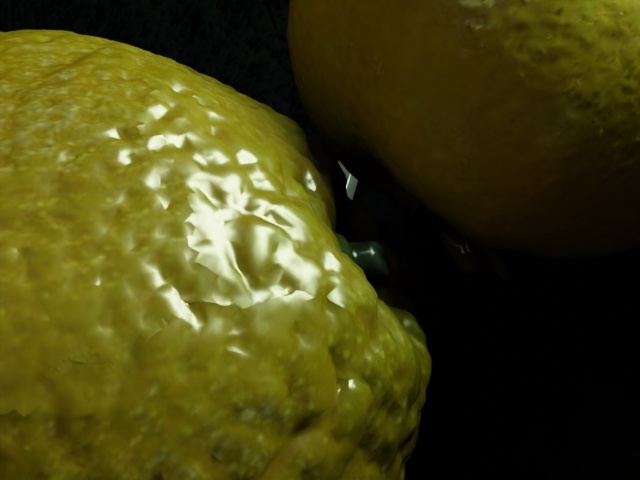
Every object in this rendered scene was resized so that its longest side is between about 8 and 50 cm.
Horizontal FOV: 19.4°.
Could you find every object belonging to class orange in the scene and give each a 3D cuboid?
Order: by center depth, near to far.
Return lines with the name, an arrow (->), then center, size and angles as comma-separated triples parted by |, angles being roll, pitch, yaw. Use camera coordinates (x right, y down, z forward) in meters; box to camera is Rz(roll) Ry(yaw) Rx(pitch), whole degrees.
orange -> -0.134, 0.078, 0.745 | 0.357, 0.322, 0.322 | -22, 43, 8

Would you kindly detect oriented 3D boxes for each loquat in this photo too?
loquat -> 0.088, -0.087, 0.795 | 0.208, 0.208, 0.208 | -21, 44, 22

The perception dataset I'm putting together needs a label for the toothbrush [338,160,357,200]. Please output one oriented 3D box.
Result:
toothbrush -> 0.001, 0.001, 0.926 | 0.014, 0.017, 0.194 | -2, 51, 30
